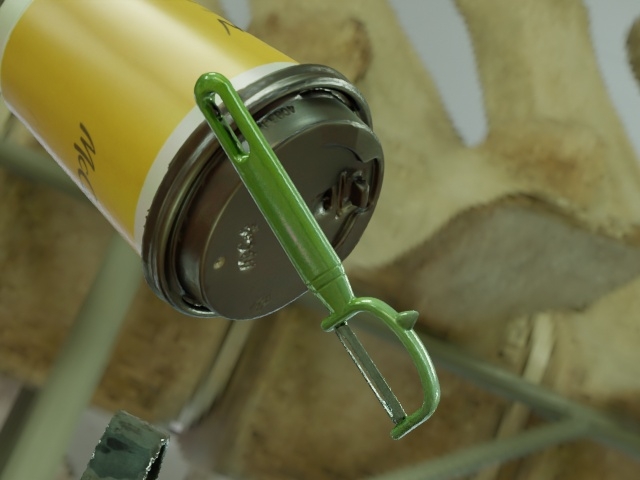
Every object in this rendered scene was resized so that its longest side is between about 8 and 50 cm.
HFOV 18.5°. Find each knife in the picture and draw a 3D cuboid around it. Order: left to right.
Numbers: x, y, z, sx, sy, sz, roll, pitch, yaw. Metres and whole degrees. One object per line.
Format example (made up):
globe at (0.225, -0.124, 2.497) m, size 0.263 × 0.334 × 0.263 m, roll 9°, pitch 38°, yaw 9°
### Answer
knife at (-0.001, 0.000, 0.999) m, size 0.054 × 0.015 × 0.212 m, roll -38°, pitch -98°, yaw 40°

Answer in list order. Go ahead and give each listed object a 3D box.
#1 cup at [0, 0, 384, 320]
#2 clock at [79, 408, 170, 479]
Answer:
cup at (-0.103, -0.082, 1.369) m, size 0.280 × 0.196 × 0.196 m, roll 39°, pitch -22°, yaw 29°
clock at (-0.161, 0.223, 1.357) m, size 0.042 × 0.215 × 0.215 m, roll 22°, pitch -31°, yaw 1°
